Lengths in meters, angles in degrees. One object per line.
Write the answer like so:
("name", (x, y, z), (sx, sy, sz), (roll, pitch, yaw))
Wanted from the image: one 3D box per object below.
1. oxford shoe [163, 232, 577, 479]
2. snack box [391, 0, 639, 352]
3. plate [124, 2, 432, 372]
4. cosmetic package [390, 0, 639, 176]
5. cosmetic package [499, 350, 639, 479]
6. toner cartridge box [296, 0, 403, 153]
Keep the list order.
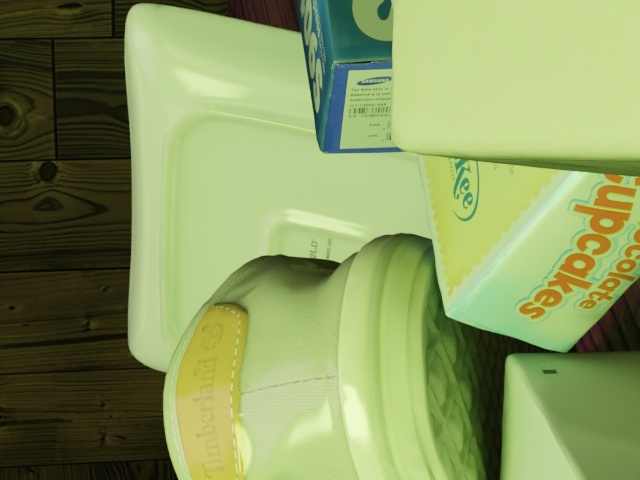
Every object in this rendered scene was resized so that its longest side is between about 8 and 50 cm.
("oxford shoe", (0.049, 0.093, 0.837), (0.449, 0.130, 0.169), (33, -130, -67))
("snack box", (0.098, -0.139, 0.683), (0.187, 0.060, 0.322), (-53, 30, 39))
("plate", (0.008, 0.009, 1.050), (0.045, 0.278, 0.277), (-65, -16, -51))
("cosmetic package", (0.140, -0.073, 0.334), (0.296, 0.153, 0.129), (-173, 85, -67))
("cosmetic package", (0.147, 0.182, 0.597), (0.224, 0.138, 0.225), (-111, 23, -67))
("toner cartridge box", (0.063, -0.206, 0.995), (0.075, 0.165, 0.348), (101, 164, -52))
